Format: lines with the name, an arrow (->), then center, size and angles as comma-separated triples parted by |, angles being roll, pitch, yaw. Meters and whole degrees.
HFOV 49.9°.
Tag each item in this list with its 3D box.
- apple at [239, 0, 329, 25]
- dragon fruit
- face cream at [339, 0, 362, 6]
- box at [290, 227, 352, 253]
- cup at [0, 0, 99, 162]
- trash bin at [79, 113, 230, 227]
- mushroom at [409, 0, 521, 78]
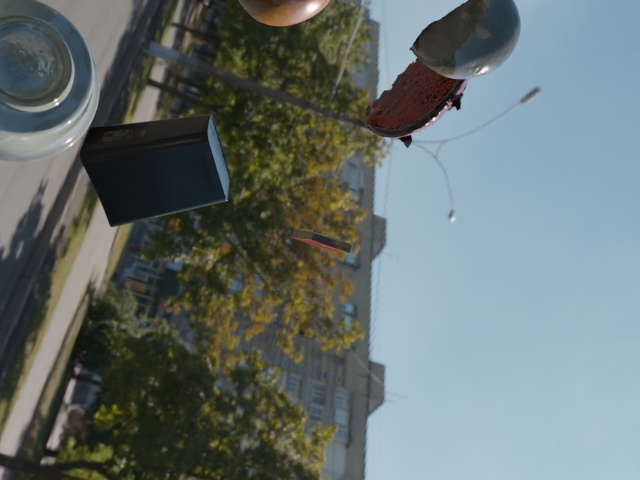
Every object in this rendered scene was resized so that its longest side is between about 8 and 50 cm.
apple -> -0.067, -0.499, 1.307 | 0.168, 0.181, 0.181 | -24, -136, 43
dragon fruit -> 0.257, -0.339, 1.636 | 0.343, 0.100, 0.282 | -39, -150, 27
face cream -> 0.077, -0.651, 1.513 | 0.145, 0.145, 0.370 | 127, -17, -54
box -> 0.000, 0.000, 1.440 | 0.133, 0.090, 0.023 | 8, -99, 68
cup -> -0.590, -0.333, 1.353 | 0.163, 0.347, 0.347 | 1, -109, 57
trash bin -> -0.294, -0.132, 1.261 | 0.115, 0.225, 0.165 | -93, 173, -52
mushroom -> 0.233, -0.309, 1.058 | 0.188, 0.117, 0.141 | -30, 166, -22
